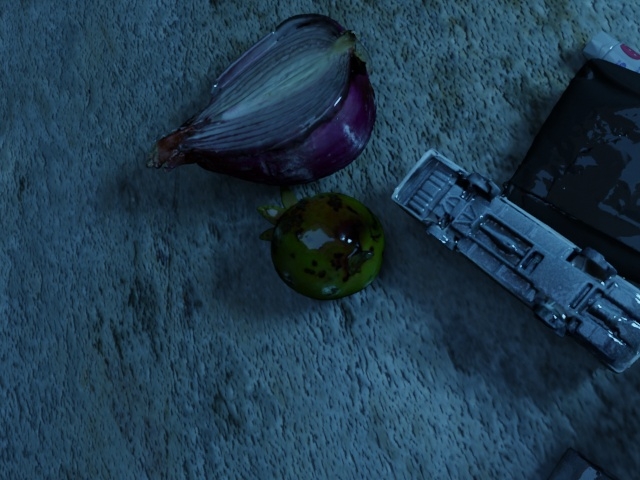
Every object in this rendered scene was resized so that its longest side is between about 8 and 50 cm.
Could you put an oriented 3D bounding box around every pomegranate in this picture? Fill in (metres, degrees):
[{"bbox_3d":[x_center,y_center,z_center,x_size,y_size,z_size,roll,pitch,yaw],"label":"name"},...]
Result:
[{"bbox_3d":[-0.004,-0.013,0.863,0.156,0.156,0.220,-41,55,6],"label":"pomegranate"}]

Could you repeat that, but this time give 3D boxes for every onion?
[{"bbox_3d":[-0.068,-0.161,0.918,0.348,0.159,0.267,-24,44,17],"label":"onion"}]

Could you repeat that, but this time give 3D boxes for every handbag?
[{"bbox_3d":[0.371,-0.082,0.760,0.246,0.080,0.223,35,99,26],"label":"handbag"}]

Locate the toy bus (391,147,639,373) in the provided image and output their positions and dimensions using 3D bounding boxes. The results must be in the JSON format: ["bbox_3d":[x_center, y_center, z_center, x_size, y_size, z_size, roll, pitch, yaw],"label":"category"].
[{"bbox_3d":[0.239,0.021,0.764,0.342,0.138,0.097,41,93,26],"label":"toy bus"}]

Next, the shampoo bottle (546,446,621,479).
[{"bbox_3d":[0.253,0.341,0.711,0.072,0.072,0.214,33,89,25],"label":"shampoo bottle"}]

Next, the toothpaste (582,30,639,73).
[{"bbox_3d":[0.424,-0.195,0.808,0.067,0.043,0.194,-44,71,5],"label":"toothpaste"}]
